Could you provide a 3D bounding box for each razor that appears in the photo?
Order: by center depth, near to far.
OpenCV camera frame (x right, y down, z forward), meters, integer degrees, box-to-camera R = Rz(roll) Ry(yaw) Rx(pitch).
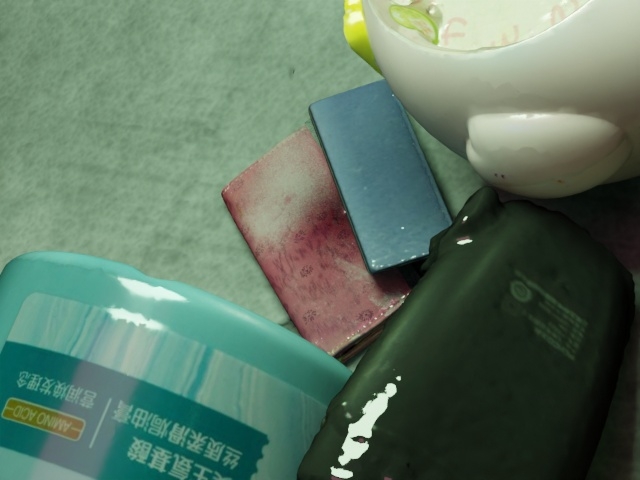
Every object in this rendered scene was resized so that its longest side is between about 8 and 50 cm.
[{"bbox_3d":[0.119,0.111,1.210,0.327,0.189,0.107,-58,6,-38],"label":"razor"}]

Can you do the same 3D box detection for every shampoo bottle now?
[{"bbox_3d":[-0.158,0.224,1.267,0.331,0.331,0.342,11,70,33],"label":"shampoo bottle"}]

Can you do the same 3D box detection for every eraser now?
[{"bbox_3d":[0.053,-0.060,1.453,0.082,0.036,0.225,-18,53,-3],"label":"eraser"}]

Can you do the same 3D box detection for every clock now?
[{"bbox_3d":[0.243,-0.207,1.311,0.377,0.250,0.368,-6,62,34],"label":"clock"}]

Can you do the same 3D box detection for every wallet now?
[{"bbox_3d":[0.000,0.000,1.481,0.119,0.025,0.232,-38,53,8],"label":"wallet"}]
